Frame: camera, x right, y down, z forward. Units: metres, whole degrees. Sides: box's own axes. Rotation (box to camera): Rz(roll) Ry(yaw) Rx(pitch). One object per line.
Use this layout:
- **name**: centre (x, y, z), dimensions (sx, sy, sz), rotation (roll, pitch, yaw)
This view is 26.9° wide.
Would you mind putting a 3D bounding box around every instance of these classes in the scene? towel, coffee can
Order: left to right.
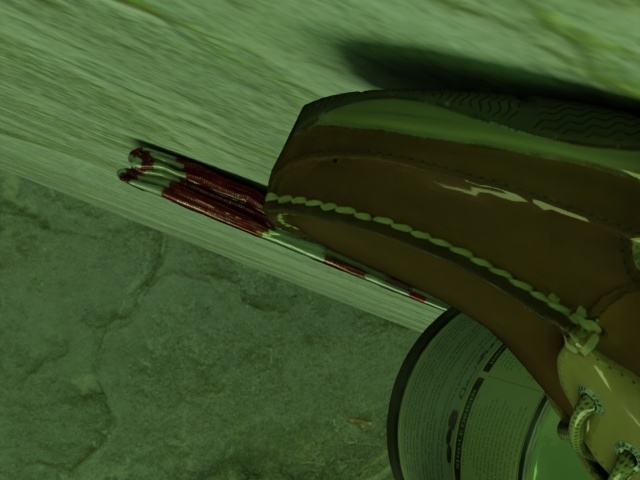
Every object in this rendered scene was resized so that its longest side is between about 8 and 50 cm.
- **towel**: centre (0.000, 0.000, 1.105), dimensions (0.329, 0.037, 0.237), rotation (22, 178, -3)
- **coffee can**: centre (0.168, 0.128, 0.793), dimensions (0.202, 0.201, 0.275), rotation (21, 176, -10)

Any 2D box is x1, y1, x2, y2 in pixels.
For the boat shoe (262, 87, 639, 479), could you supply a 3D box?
- **boat shoe**: centre (0.130, 0.043, 0.413), dimensions (0.324, 0.119, 0.122), rotation (19, 176, 16)
